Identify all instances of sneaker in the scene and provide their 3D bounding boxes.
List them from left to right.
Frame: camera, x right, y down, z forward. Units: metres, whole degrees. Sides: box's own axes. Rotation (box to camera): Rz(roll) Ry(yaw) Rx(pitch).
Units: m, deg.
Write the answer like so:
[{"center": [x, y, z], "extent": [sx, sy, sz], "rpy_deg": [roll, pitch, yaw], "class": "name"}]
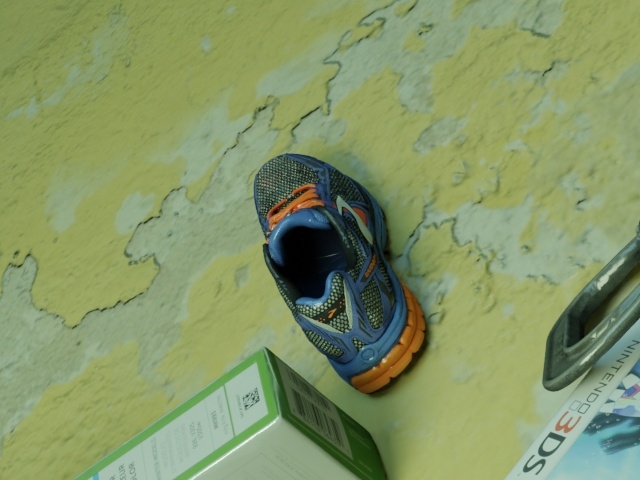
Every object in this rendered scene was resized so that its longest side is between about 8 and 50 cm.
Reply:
[{"center": [0.000, 0.000, 0.865], "extent": [0.083, 0.087, 0.221], "rpy_deg": [-41, 38, 7], "class": "sneaker"}]

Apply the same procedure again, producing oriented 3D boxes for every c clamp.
[{"center": [0.163, 0.016, 0.689], "extent": [0.137, 0.022, 0.161], "rpy_deg": [-46, 1, 22], "class": "c clamp"}]

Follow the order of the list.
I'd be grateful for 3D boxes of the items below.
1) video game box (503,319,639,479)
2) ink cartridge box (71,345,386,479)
[{"center": [0.191, 0.112, 0.588], "extent": [0.205, 0.048, 0.187], "rpy_deg": [16, 59, 50], "class": "video game box"}, {"center": [-0.076, 0.163, 0.771], "extent": [0.209, 0.109, 0.062], "rpy_deg": [-37, 38, 14], "class": "ink cartridge box"}]
